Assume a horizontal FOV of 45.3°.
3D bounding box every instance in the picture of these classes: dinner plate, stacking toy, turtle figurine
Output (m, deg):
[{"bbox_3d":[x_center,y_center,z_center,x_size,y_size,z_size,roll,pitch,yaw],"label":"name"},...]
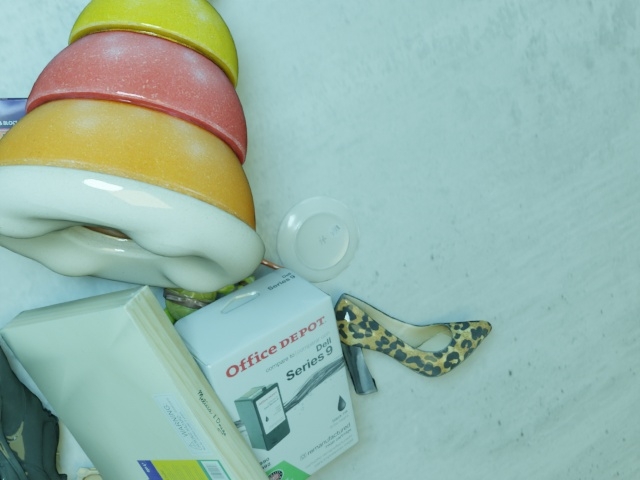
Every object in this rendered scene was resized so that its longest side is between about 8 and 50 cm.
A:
[{"bbox_3d":[0.000,0.000,1.210,0.141,0.017,0.141,-5,104,-22],"label":"dinner plate"},{"bbox_3d":[-0.212,-0.196,0.959,0.351,0.351,0.479,16,71,-24],"label":"stacking toy"},{"bbox_3d":[-0.182,0.094,1.121,0.270,0.087,0.217,13,97,-24],"label":"turtle figurine"}]

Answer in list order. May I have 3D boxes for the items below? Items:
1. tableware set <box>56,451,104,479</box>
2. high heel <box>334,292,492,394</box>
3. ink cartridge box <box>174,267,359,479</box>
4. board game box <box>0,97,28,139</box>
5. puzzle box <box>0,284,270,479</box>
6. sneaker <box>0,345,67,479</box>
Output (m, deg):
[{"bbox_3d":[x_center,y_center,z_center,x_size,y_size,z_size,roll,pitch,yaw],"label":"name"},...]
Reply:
[{"bbox_3d":[-0.390,0.396,1.148,0.141,0.020,0.168,10,98,-23],"label":"tableware set"},{"bbox_3d":[0.152,0.134,1.255,0.261,0.093,0.186,-21,116,-6],"label":"high heel"},{"bbox_3d":[-0.076,0.218,1.122,0.211,0.121,0.289,-29,125,-27],"label":"ink cartridge box"},{"bbox_3d":[-0.442,-0.113,0.992,0.170,0.048,0.141,-5,105,-21],"label":"board game box"},{"bbox_3d":[-0.238,0.256,1.052,0.409,0.272,0.052,63,37,-20],"label":"puzzle box"},{"bbox_3d":[-0.430,0.247,1.051,0.130,0.109,0.286,-28,112,-60],"label":"sneaker"}]
